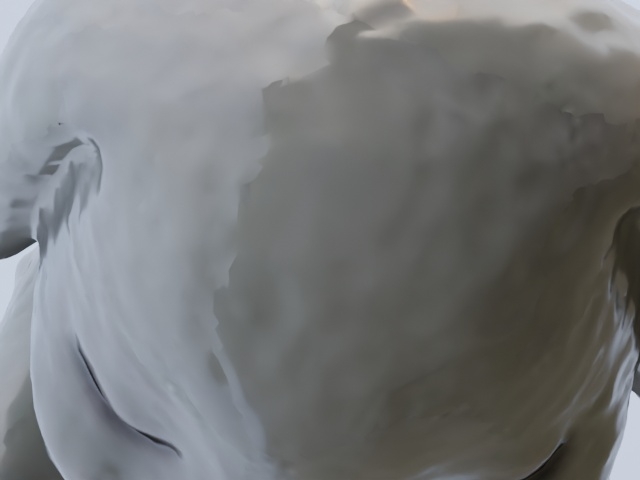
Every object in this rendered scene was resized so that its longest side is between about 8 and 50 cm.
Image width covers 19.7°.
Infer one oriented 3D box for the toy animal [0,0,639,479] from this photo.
[{"bbox_3d":[0.000,0.000,0.506,0.265,0.272,0.206,86,-165,-80],"label":"toy animal"}]
